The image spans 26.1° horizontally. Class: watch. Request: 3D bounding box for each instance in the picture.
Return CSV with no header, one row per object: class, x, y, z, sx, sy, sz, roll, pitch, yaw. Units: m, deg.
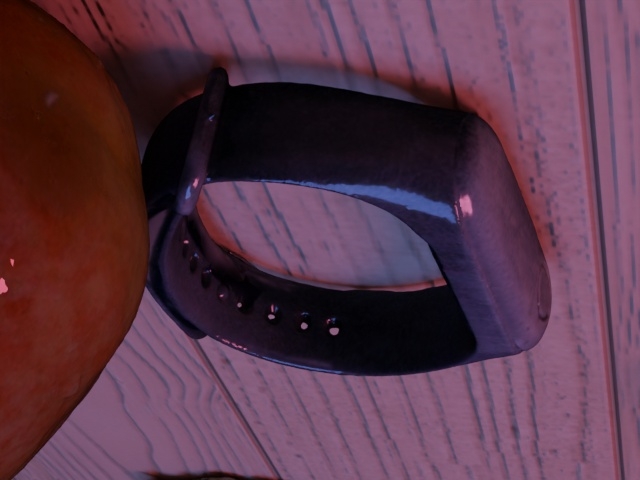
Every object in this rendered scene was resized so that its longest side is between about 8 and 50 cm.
watch,0.000,0.000,0.642,0.193,0.068,0.206,-2,149,23

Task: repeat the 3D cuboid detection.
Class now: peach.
peach,-0.179,-0.008,0.538,0.232,0.232,0.256,10,150,5

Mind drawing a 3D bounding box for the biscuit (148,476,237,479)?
biscuit,-0.074,0.226,1.108,0.144,0.016,0.203,10,151,6
